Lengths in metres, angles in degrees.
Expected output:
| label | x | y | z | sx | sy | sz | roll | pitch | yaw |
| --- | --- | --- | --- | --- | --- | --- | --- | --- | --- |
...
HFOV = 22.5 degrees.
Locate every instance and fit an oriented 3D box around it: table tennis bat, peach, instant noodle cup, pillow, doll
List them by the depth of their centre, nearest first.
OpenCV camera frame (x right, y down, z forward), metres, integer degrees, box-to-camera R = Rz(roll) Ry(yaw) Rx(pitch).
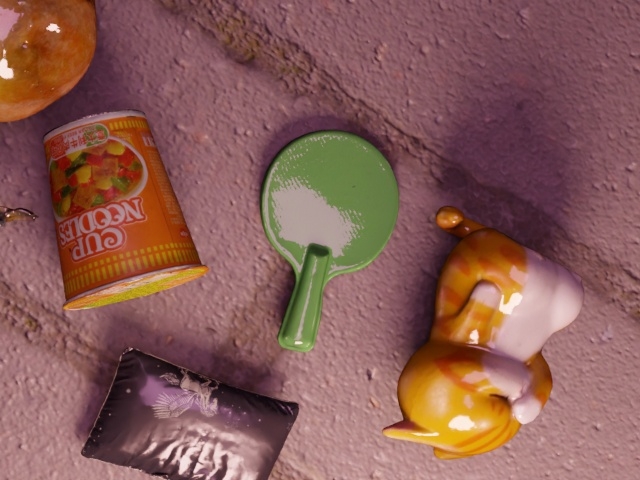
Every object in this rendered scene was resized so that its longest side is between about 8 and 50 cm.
| label | x | y | z | sx | sy | sz | roll | pitch | yaw |
| --- | --- | --- | --- | --- | --- | --- | --- | --- | --- |
| peach | -0.325 | -0.243 | 1.670 | 0.214 | 0.214 | 0.235 | 35 | 63 | -8 |
| instant noodle cup | -0.218 | -0.035 | 1.721 | 0.168 | 0.168 | 0.185 | -14 | 84 | -11 |
| pillow | -0.142 | 0.209 | 1.771 | 0.208 | 0.055 | 0.141 | 23 | 91 | -9 |
| doll | 0.183 | 0.113 | 1.787 | 0.166 | 0.162 | 0.270 | 28 | 76 | -40 |
| table tennis bat | 0.000 | 0.000 | 1.816 | 0.160 | 0.039 | 0.257 | 16 | 81 | -11 |

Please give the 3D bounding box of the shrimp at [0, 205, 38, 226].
| label | x | y | z | sx | sy | sz | roll | pitch | yaw |
| --- | --- | --- | --- | --- | --- | --- | --- | --- | --- |
| shrimp | -0.428 | -0.076 | 1.724 | 0.254 | 0.059 | 0.145 | 1 | 79 | -6 |
